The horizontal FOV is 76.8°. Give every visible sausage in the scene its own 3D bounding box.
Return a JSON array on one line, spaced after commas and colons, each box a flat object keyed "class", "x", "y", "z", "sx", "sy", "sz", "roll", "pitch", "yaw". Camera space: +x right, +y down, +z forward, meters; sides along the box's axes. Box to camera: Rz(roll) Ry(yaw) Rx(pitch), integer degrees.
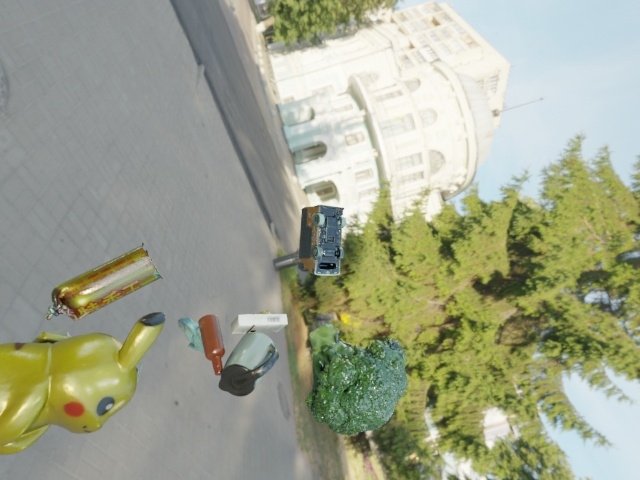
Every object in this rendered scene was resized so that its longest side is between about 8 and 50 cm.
[{"class": "sausage", "x": -0.628, "y": 0.128, "z": 1.164, "sx": 0.117, "sy": 0.318, "sz": 0.125, "roll": 37, "pitch": -36, "yaw": 33}]

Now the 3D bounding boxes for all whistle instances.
[{"class": "whistle", "x": -0.522, "y": 0.421, "z": 1.758, "sx": 0.093, "sy": 0.274, "sz": 0.186, "roll": -40, "pitch": 146, "yaw": -41}]

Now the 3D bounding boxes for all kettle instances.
[{"class": "kettle", "x": -0.256, "y": 0.466, "z": 1.542, "sx": 0.161, "sy": 0.221, "sz": 0.236, "roll": 65, "pitch": 17, "yaw": -9}]

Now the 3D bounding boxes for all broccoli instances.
[{"class": "broccoli", "x": 0.073, "y": 0.319, "z": 0.967, "sx": 0.270, "sy": 0.270, "sz": 0.270, "roll": 48, "pitch": -13, "yaw": 34}]

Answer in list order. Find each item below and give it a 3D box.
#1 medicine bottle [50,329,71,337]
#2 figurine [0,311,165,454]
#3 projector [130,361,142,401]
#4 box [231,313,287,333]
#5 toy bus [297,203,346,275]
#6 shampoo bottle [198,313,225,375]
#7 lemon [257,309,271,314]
[{"class": "medicine bottle", "x": -0.723, "y": 0.299, "z": 1.133, "sx": 0.058, "sy": 0.058, "sz": 0.091, "roll": -104, "pitch": -167, "yaw": -47}, {"class": "figurine", "x": -0.423, "y": 0.228, "z": 0.633, "sx": 0.218, "sy": 0.327, "sz": 0.169, "roll": -50, "pitch": -131, "yaw": 48}, {"class": "projector", "x": -0.765, "y": 0.542, "z": 1.564, "sx": 0.061, "sy": 0.115, "sz": 0.147, "roll": 34, "pitch": 56, "yaw": -47}, {"class": "box", "x": -0.188, "y": 0.255, "z": 1.240, "sx": 0.084, "sy": 0.155, "sz": 0.040, "roll": -45, "pitch": -131, "yaw": 52}, {"class": "toy bus", "x": 0.000, "y": 0.000, "z": 1.631, "sx": 0.167, "sy": 0.139, "sz": 0.274, "roll": 1, "pitch": -92, "yaw": 55}, {"class": "shampoo bottle", "x": -0.421, "y": 0.414, "z": 1.593, "sx": 0.085, "sy": 0.086, "sz": 0.244, "roll": 70, "pitch": -3, "yaw": -59}, {"class": "lemon", "x": -0.201, "y": 0.282, "z": 1.422, "sx": 0.092, "sy": 0.065, "sz": 0.065, "roll": -60, "pitch": 141, "yaw": -48}]
